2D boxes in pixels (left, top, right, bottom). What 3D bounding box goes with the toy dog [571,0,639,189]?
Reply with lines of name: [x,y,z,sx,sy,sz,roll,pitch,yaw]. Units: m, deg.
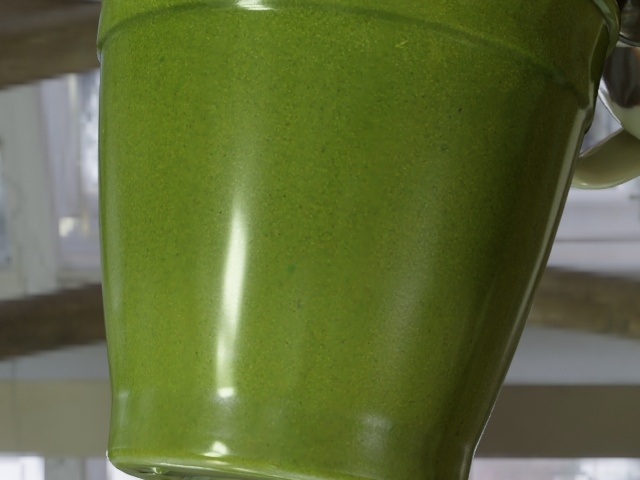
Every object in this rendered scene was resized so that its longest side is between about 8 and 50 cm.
toy dog: [0.281,-0.237,1.412,0.408,0.395,0.284,22,-145,-57]

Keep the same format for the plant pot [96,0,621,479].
plant pot: [0.000,0.000,1.179,0.366,0.367,0.353,78,-160,-75]
